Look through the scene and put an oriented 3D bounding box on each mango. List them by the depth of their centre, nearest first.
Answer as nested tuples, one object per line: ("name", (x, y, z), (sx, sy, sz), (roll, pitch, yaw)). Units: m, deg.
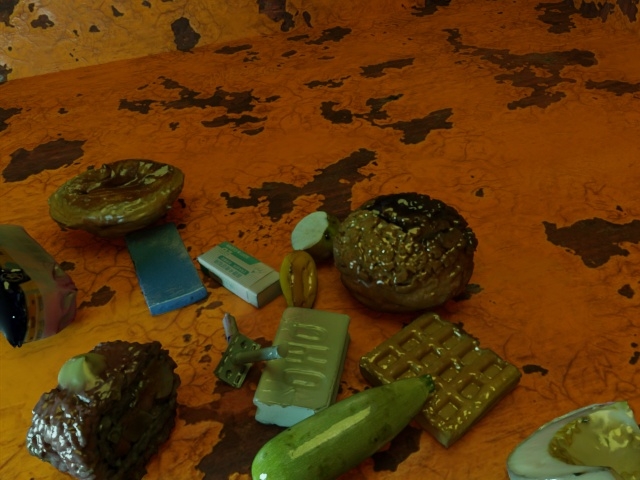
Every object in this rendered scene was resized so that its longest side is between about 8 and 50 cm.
("mango", (-0.051, 0.100, 1.437), (0.066, 0.101, 0.187), (-28, 53, 37))

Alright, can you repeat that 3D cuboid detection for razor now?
("razor", (-0.125, 0.222, 1.197), (0.068, 0.232, 0.106), (35, 61, -17))

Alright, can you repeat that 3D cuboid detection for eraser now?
("eraser", (-0.197, 0.081, 1.513), (0.225, 0.052, 0.096), (27, 46, 35))
("eraser", (-0.400, 0.065, 1.565), (0.144, 0.042, 0.312), (-19, 40, -18))

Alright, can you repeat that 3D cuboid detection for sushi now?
("sushi", (-0.392, 0.300, 1.125), (0.171, 0.236, 0.270), (7, 43, 28))

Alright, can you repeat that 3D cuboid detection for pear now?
("pear", (0.000, 0.000, 1.551), (0.141, 0.104, 0.141), (-30, 36, 26))

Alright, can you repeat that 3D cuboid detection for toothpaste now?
("toothpaste", (-0.191, 0.221, 1.356), (0.045, 0.028, 0.169), (-8, 40, -15))

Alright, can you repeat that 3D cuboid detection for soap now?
("soap", (-0.032, 0.256, 1.241), (0.150, 0.094, 0.261), (4, 39, 12))

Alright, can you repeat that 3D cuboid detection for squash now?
("squash", (0.052, 0.340, 1.083), (0.371, 0.118, 0.118), (-25, 42, -12))

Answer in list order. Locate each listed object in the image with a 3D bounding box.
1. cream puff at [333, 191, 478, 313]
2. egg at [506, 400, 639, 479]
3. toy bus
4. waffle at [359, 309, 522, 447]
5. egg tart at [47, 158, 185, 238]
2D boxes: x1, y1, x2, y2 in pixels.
("cream puff", (0.190, 0.007, 1.409), (0.327, 0.231, 0.342), (-4, 33, 8))
("egg", (0.422, 0.389, 0.972), (0.207, 0.161, 0.271), (-26, -5, 24))
("toy bus", (-0.720, 0.090, 1.459), (0.162, 0.171, 0.386), (-15, 35, -43))
("waffle", (0.236, 0.266, 1.227), (0.221, 0.055, 0.248), (-30, 45, -28))
("egg tart", (-0.538, -0.106, 1.702), (0.340, 0.152, 0.351), (12, 39, 26))
